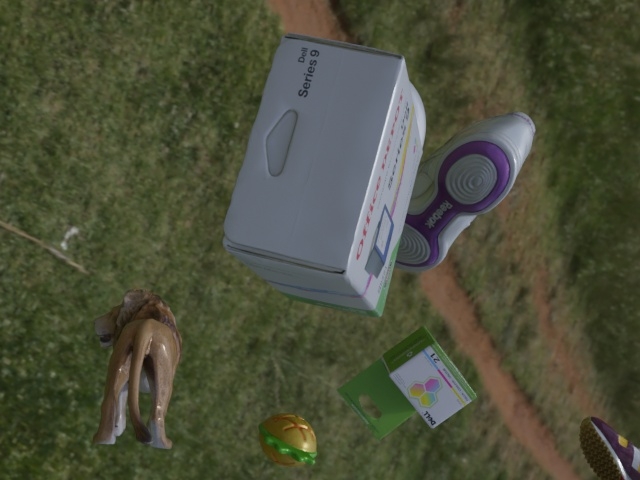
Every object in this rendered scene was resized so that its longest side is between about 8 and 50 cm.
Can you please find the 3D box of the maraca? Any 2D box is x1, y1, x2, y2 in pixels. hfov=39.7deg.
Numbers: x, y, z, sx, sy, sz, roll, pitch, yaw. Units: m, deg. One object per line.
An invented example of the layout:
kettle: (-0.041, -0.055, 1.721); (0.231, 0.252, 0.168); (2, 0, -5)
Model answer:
maraca: (-0.063, 0.393, 1.727); (0.186, 0.127, 0.099); (-156, -90, -86)

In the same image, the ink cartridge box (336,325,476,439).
ink cartridge box: (0.198, 0.352, 2.044); (0.255, 0.097, 0.189); (-37, 111, 3)

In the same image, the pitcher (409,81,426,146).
pitcher: (0.114, -0.168, 1.443); (0.178, 0.126, 0.207); (74, 10, -80)

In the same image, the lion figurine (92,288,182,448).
lion figurine: (-0.266, 0.182, 1.334); (0.392, 0.142, 0.240); (160, -61, -69)

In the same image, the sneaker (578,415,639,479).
sneaker: (0.436, 0.313, 1.218); (0.084, 0.185, 0.069); (-27, 162, -23)

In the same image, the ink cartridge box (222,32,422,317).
ink cartridge box: (0.011, -0.036, 0.663); (0.212, 0.093, 0.154); (50, 54, -73)

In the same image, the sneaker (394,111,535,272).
sneaker: (0.169, -0.059, 1.160); (0.305, 0.114, 0.152); (-38, -175, 47)
